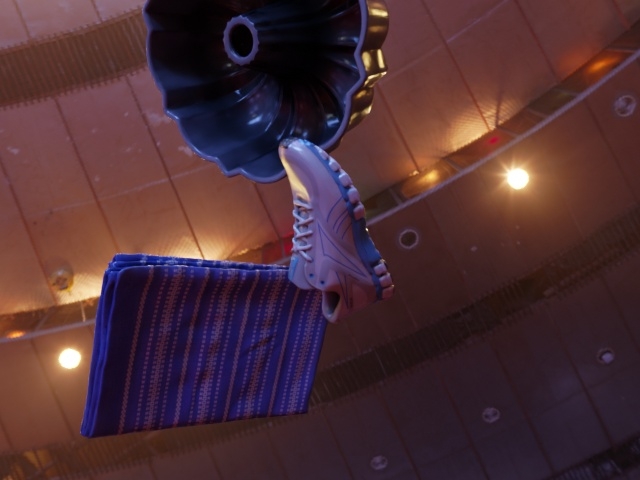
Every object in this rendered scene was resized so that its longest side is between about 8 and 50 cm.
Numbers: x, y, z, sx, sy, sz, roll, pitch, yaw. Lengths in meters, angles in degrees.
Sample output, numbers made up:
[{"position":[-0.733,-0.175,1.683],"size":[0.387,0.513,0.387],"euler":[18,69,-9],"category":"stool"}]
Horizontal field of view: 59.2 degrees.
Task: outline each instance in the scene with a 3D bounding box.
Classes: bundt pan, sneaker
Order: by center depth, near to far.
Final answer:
[{"position":[0.000,0.000,0.507],"size":[0.083,0.071,0.190],"euler":[-34,-63,-15],"category":"sneaker"},{"position":[-0.057,-0.240,0.680],"size":[0.331,0.124,0.330],"euler":[12,-67,31],"category":"bundt pan"}]

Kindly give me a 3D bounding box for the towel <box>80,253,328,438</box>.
[{"position":[-0.132,0.144,0.755],"size":[0.336,0.040,0.243],"euler":[5,-76,-34],"category":"towel"}]
